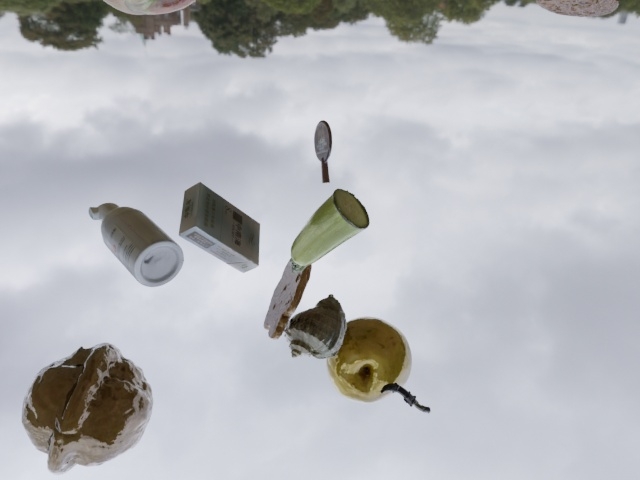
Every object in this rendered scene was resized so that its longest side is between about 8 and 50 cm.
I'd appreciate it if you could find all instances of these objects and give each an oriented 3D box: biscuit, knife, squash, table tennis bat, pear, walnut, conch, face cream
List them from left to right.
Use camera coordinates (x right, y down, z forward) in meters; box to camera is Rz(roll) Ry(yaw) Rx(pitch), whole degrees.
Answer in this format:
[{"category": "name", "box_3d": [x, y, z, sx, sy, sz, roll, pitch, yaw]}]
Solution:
[{"category": "walnut", "box_3d": [-0.675, 0.490, 1.525, 0.384, 0.383, 0.383, 3, -153, -2]}, {"category": "face cream", "box_3d": [-0.543, -0.019, 1.479, 0.145, 0.145, 0.370, -18, -140, -38]}, {"category": "biscuit", "box_3d": [-0.106, 0.185, 1.812, 0.051, 0.269, 0.375, 27, -129, -14]}, {"category": "conch", "box_3d": [-0.006, 0.246, 1.422, 0.155, 0.130, 0.207, 41, -115, -3]}, {"category": "squash", "box_3d": [0.000, 0.000, 1.032, 0.094, 0.224, 0.094, 26, -140, -24]}, {"category": "table tennis bat", "box_3d": [0.055, -0.243, 1.416, 0.119, 0.169, 0.107, -5, -178, -22]}, {"category": "pear", "box_3d": [0.165, 0.406, 1.773, 0.315, 0.314, 0.314, 3, -153, -2]}, {"category": "knife", "box_3d": [0.256, 0.460, 1.518, 0.222, 0.045, 0.021, 33, 168, -32]}, {"category": "biscuit", "box_3d": [0.617, -0.577, 1.250, 0.188, 0.027, 0.188, 11, -170, -2]}]

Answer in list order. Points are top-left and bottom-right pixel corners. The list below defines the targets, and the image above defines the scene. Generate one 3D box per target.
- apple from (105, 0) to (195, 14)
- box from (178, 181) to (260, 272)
[{"category": "apple", "box_3d": [-0.426, -0.720, 1.227, 0.340, 0.339, 0.339, 3, -153, -2]}, {"category": "box", "box_3d": [-0.266, -0.030, 1.406, 0.067, 0.243, 0.155, -23, -130, 28]}]
